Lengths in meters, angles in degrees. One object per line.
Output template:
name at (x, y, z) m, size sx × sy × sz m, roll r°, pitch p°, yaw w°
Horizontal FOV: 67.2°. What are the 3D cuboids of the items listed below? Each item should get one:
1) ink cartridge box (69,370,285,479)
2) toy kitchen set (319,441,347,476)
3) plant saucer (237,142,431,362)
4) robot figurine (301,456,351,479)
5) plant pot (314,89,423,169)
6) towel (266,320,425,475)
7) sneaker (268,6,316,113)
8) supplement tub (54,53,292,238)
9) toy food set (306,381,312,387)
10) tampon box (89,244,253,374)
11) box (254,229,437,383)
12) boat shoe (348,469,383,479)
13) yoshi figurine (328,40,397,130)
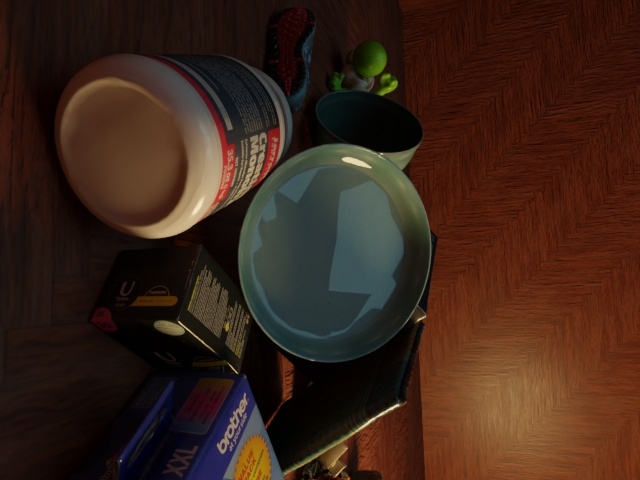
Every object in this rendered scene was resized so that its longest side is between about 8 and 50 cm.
ink cartridge box at (-0.163, 0.345, 0.570) m, size 0.270 × 0.151 × 0.395 m, roll -63°, pitch 143°, yaw -56°
toy kitchen set at (0.041, 0.494, 1.139) m, size 0.068 × 0.083 × 0.075 m, roll -49°, pitch 152°, yaw 4°
plant saucer at (0.026, 0.019, 0.714) m, size 0.044 × 0.317 × 0.317 m, roll 10°, pitch -72°, yaw 64°
robot figurine at (0.019, 0.626, 1.127) m, size 0.291 × 0.085 × 0.211 m, roll 56°, pitch 34°, yaw -55°
plant pot at (0.112, -0.251, 1.328) m, size 0.293 × 0.293 × 0.196 m, roll -73°, pitch 179°, yaw -46°
towel at (0.018, 0.286, 0.826) m, size 0.040 × 0.370 × 0.271 m, roll 50°, pitch 25°, yaw -1°
sneaker at (-0.068, -0.408, 1.099) m, size 0.125 × 0.104 × 0.262 m, roll 85°, pitch 13°, yaw -69°
supplement tub at (-0.158, -0.130, 0.599) m, size 0.272 × 0.191 × 0.191 m, roll -49°, pitch 132°, yaw -63°
toy food set at (0.074, 0.338, 1.149) m, size 0.306 × 0.092 × 0.220 m, roll -54°, pitch 152°, yaw -5°
tampon box at (-0.176, 0.094, 0.611) m, size 0.161 × 0.120 × 0.101 m, roll 62°, pitch 30°, yaw -49°
box at (0.063, 0.084, 0.982) m, size 0.183 × 0.296 × 0.294 m, roll 45°, pitch 32°, yaw -8°
boat shoe at (0.115, 0.793, 1.306) m, size 0.355 × 0.132 × 0.130 m, roll -46°, pitch 129°, yaw -64°
yoshi figurine at (0.134, -0.483, 1.518) m, size 0.203 × 0.203 × 0.362 m, roll 40°, pitch 46°, yaw -56°
